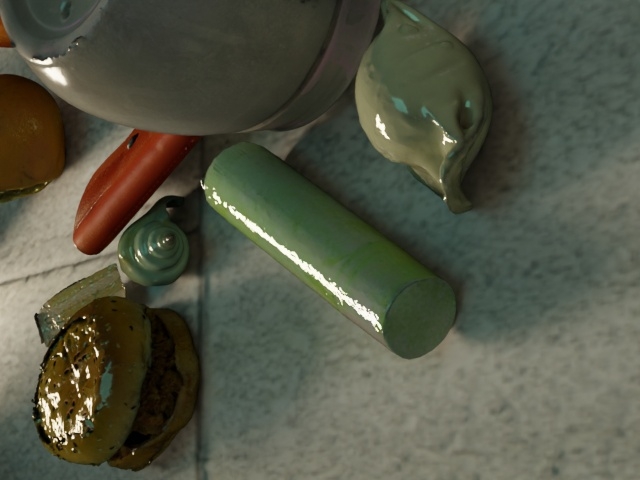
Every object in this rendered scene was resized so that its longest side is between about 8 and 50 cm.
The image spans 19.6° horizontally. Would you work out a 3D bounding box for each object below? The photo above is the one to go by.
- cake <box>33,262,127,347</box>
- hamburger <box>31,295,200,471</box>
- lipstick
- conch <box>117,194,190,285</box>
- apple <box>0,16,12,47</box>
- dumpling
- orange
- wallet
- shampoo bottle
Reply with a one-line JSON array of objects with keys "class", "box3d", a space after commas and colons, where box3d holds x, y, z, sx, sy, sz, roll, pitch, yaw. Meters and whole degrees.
[{"class": "cake", "box3d": [-0.223, 0.063, 1.849, 0.121, 0.065, 0.052, -32, 59, 36]}, {"class": "hamburger", "box3d": [-0.203, 0.136, 1.754, 0.185, 0.113, 0.177, 41, 118, 48]}, {"class": "lipstick", "box3d": [0.000, 0.000, 1.532, 0.304, 0.076, 0.076, 37, 113, 51]}, {"class": "conch", "box3d": [-0.161, -0.001, 1.757, 0.180, 0.065, 0.088, 165, 107, -69]}, {"class": "apple", "box3d": [-0.341, -0.313, 1.938, 0.230, 0.230, 0.230, -13, 74, 52]}, {"class": "dumpling", "box3d": [0.081, -0.096, 1.438, 0.169, 0.100, 0.134, 45, 160, 28]}, {"class": "orange", "box3d": [-0.340, -0.102, 1.964, 0.134, 0.154, 0.155, 48, 135, -5]}, {"class": "wallet", "box3d": [-0.160, -0.089, 1.753, 0.204, 0.045, 0.142, -45, 20, 40]}, {"class": "shampoo bottle", "box3d": [-0.108, -0.222, 1.553, 0.273, 0.266, 0.273, -17, 67, 47]}]
